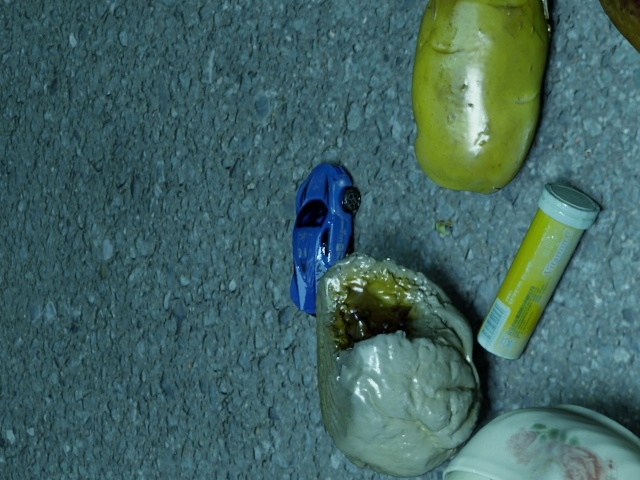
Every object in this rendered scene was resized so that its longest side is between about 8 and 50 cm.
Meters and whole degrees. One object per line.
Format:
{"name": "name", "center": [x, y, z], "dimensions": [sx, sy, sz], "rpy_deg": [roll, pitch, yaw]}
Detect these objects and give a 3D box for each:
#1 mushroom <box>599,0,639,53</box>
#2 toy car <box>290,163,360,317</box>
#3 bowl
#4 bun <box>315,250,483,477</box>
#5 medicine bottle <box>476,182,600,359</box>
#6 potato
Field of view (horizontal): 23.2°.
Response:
{"name": "mushroom", "center": [0.445, -0.308, 1.634], "dimensions": [0.345, 0.239, 0.345], "rpy_deg": [1, 93, 21]}
{"name": "toy car", "center": [0.000, 0.000, 2.183], "dimensions": [0.103, 0.063, 0.216], "rpy_deg": [-2, 86, 47]}
{"name": "bowl", "center": [0.288, 0.278, 1.750], "dimensions": [0.277, 0.277, 0.145], "rpy_deg": [14, 62, 46]}
{"name": "bun", "center": [0.103, 0.168, 1.966], "dimensions": [0.281, 0.204, 0.282], "rpy_deg": [179, 90, -84]}
{"name": "medicine bottle", "center": [0.261, 0.039, 1.903], "dimensions": [0.074, 0.074, 0.218], "rpy_deg": [43, 120, 39]}
{"name": "potato", "center": [0.194, -0.211, 1.938], "dimensions": [0.173, 0.140, 0.300], "rpy_deg": [12, 102, 39]}
